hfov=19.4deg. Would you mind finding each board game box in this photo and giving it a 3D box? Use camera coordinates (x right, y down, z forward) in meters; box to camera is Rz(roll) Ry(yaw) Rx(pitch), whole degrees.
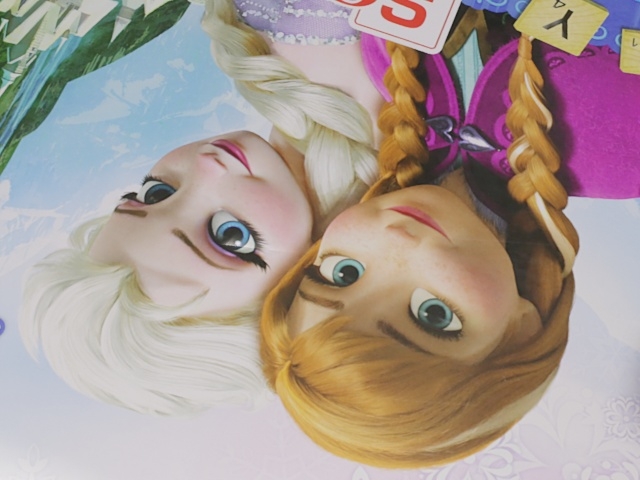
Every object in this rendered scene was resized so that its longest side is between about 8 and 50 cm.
[{"bbox_3d":[0.000,0.000,0.677,0.318,0.066,0.318,18,61,6],"label":"board game box"}]
